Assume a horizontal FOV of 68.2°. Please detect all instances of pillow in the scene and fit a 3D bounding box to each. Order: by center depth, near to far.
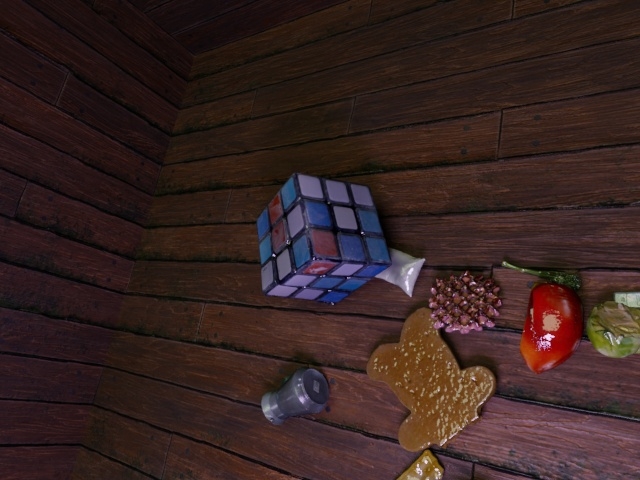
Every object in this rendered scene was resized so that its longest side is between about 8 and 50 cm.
[{"bbox_3d":[0.257,0.100,1.739,0.254,0.078,0.144,20,93,39],"label":"pillow"}]

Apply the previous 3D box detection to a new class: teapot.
[{"bbox_3d":[-0.094,0.568,1.753,0.225,0.171,0.203,-34,23,27],"label":"teapot"}]

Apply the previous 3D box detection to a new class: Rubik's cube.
[{"bbox_3d":[0.000,0.000,1.730,0.359,0.362,0.363,-42,48,48],"label":"Rubik's cube"}]

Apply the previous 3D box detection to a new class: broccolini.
[{"bbox_3d":[0.679,0.099,1.461,0.239,0.054,0.051,19,47,41],"label":"broccolini"}]

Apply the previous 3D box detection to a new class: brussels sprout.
[{"bbox_3d":[0.795,0.248,1.272,0.149,0.122,0.151,24,51,34],"label":"brussels sprout"}]

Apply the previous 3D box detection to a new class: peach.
[{"bbox_3d":[0.656,0.249,1.344,0.158,0.154,0.268,12,78,37],"label":"peach"}]

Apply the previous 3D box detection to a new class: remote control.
[{"bbox_3d":[0.881,0.166,1.306,0.124,0.018,0.053,-6,69,34],"label":"remote control"}]

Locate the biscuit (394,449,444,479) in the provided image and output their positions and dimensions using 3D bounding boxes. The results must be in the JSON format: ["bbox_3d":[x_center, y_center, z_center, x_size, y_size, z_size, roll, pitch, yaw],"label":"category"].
[{"bbox_3d":[0.324,0.760,1.441,0.183,0.039,0.174,-53,50,7],"label":"biscuit"}]

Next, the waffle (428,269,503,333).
[{"bbox_3d":[0.468,0.200,1.533,0.234,0.055,0.221,-7,51,24],"label":"waffle"}]

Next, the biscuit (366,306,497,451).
[{"bbox_3d":[0.342,0.458,1.537,0.368,0.076,0.394,-48,49,10],"label":"biscuit"}]
